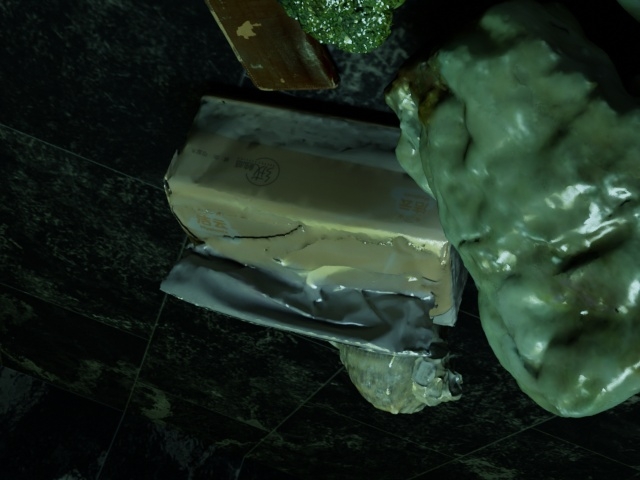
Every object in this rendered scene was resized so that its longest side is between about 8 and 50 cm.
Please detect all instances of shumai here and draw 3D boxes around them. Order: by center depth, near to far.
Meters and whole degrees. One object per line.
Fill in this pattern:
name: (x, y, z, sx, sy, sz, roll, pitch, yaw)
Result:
shumai: (0.164, -0.049, 0.766, 0.263, 0.304, 0.309, 36, 152, -8)

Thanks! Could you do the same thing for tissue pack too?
tissue pack: (0.000, 0.000, 1.022, 0.306, 0.238, 0.238, 12, 153, 14)

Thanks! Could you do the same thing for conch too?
conch: (0.097, 0.122, 1.284, 0.291, 0.159, 0.210, 48, -174, 40)

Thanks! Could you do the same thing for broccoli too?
broccoli: (0.026, -0.213, 0.700, 0.138, 0.145, 0.162, -21, 166, -5)

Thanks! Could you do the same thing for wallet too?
wallet: (-0.049, -0.203, 0.886, 0.095, 0.026, 0.176, 0, 149, 23)

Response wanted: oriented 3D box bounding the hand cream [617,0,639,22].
hand cream: (0.217, -0.210, 0.681, 0.275, 0.050, 0.079, 37, 124, -22)
